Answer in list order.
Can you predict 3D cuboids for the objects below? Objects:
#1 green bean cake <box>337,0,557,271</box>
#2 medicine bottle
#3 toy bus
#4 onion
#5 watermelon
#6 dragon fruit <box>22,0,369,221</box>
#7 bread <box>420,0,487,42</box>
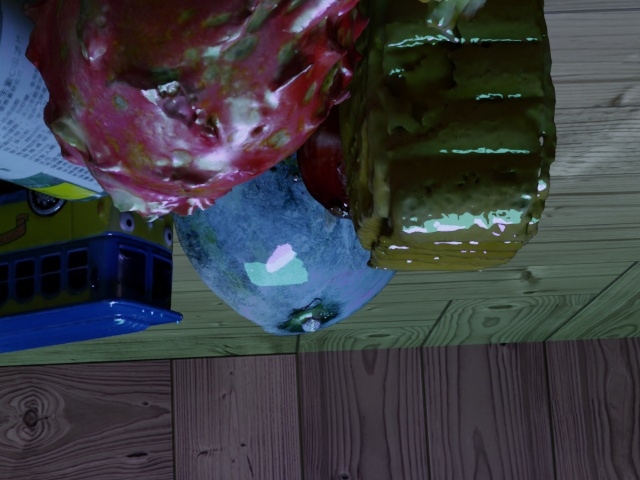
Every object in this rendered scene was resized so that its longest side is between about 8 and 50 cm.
[{"bbox_3d":[0.083,-0.094,1.017,0.131,0.224,0.230,-2,170,-4],"label":"green bean cake"},{"bbox_3d":[-0.240,-0.123,0.994,0.141,0.141,0.293,-9,165,25],"label":"medicine bottle"},{"bbox_3d":[-0.300,0.025,1.540,0.287,0.175,0.138,-10,165,26],"label":"toy bus"},{"bbox_3d":[0.039,-0.074,1.317,0.131,0.131,0.131,-3,167,-1],"label":"onion"},{"bbox_3d":[0.000,0.007,1.527,0.188,0.175,0.321,-14,164,41],"label":"watermelon"},{"bbox_3d":[-0.070,-0.130,0.884,0.210,0.205,0.268,46,141,-20],"label":"dragon fruit"},{"bbox_3d":[0.083,-0.214,0.612,0.229,0.139,0.143,-49,163,7],"label":"bread"}]
